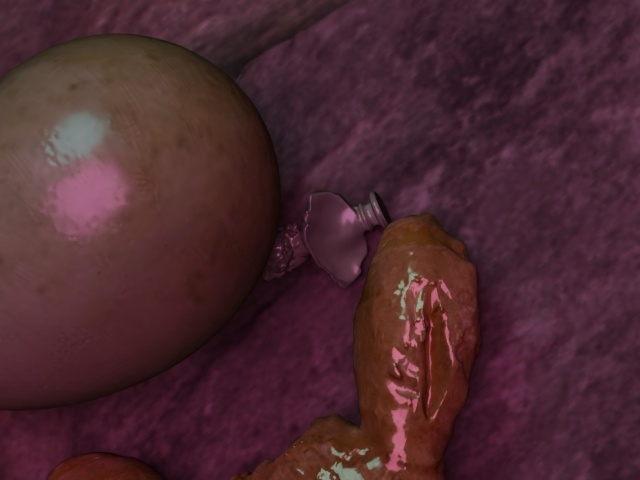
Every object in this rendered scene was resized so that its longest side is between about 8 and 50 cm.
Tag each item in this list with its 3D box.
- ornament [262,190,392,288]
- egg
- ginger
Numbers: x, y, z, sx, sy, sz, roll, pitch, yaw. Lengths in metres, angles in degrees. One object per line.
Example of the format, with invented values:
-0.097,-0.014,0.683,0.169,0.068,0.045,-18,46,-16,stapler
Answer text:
0.003,-0.002,1.345,0.092,0.041,0.068,2,108,0,ornament
-0.161,-0.003,1.288,0.295,0.218,0.218,-39,79,13,egg
0.016,0.215,1.283,0.363,0.122,0.348,-33,73,0,ginger
